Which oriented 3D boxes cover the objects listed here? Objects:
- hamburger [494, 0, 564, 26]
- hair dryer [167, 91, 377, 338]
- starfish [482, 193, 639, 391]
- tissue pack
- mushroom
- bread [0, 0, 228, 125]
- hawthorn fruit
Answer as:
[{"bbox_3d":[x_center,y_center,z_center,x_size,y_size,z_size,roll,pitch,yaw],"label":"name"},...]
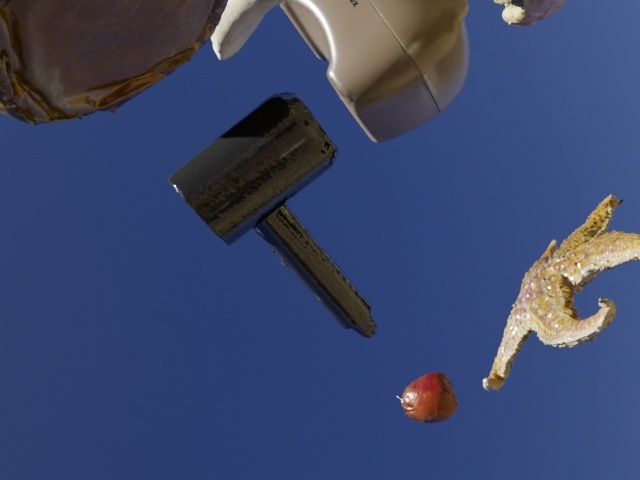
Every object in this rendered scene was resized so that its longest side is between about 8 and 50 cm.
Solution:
[{"bbox_3d":[0.356,-0.454,1.209,0.330,0.209,0.162,-38,-89,-18],"label":"hamburger"},{"bbox_3d":[-0.001,0.001,0.614,0.114,0.070,0.248,-38,-54,3],"label":"hair dryer"},{"bbox_3d":[0.291,0.041,0.908,0.060,0.299,0.302,34,-142,-1],"label":"starfish"},{"bbox_3d":[0.111,-0.406,1.441,0.387,0.276,0.267,62,-172,27],"label":"tissue pack"},{"bbox_3d":[-0.089,-0.309,1.001,0.084,0.209,0.071,-35,-87,-39],"label":"mushroom"},{"bbox_3d":[-0.173,-0.203,0.556,0.227,0.253,0.142,-36,-92,-29],"label":"bread"},{"bbox_3d":[0.173,0.258,1.234,0.081,0.093,0.081,-20,-90,-83],"label":"hawthorn fruit"}]
